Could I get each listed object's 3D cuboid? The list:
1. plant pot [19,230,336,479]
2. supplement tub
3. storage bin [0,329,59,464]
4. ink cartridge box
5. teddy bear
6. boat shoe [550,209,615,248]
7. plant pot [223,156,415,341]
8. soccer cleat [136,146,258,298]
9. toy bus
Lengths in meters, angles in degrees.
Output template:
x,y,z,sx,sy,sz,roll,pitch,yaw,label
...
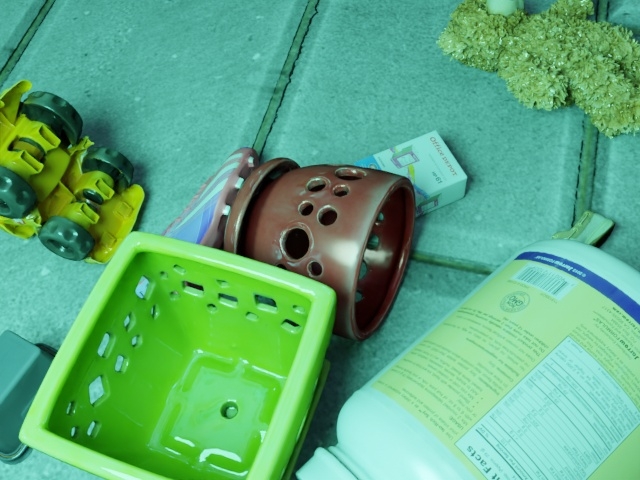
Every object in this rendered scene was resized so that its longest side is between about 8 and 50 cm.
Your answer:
x,y,z,sx,sy,sz,roll,pitch,yaw,label
-0.115,0.155,0.698,0.228,0.207,0.227,15,63,14,plant pot
0.167,0.183,0.636,0.331,0.241,0.241,-38,64,-15,supplement tub
-0.345,0.173,0.777,0.098,0.091,0.135,24,66,18,storage bin
0.116,-0.079,0.897,0.122,0.052,0.088,-22,61,-8,ink cartridge box
0.333,-0.262,0.948,0.245,0.113,0.338,-36,64,-17,teddy bear
0.298,0.010,0.834,0.135,0.050,0.045,-35,59,-25,boat shoe
0.000,0.000,0.791,0.174,0.191,0.191,17,63,24,plant pot
-0.152,-0.023,0.879,0.095,0.083,0.248,13,65,18,soccer cleat
-0.374,-0.066,0.883,0.211,0.220,0.149,-11,47,38,toy bus
